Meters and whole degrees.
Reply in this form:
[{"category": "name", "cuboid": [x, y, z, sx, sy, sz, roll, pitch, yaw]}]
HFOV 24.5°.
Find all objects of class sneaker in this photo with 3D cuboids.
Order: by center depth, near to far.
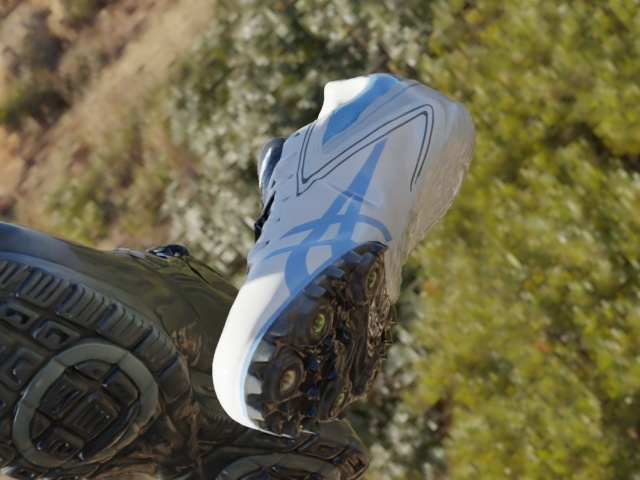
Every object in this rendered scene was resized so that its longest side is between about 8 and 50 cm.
[{"category": "sneaker", "cuboid": [0.000, 0.000, 0.623, 0.237, 0.086, 0.085, -57, -24, -55]}, {"category": "sneaker", "cuboid": [-0.094, 0.053, 0.718, 0.109, 0.286, 0.130, -35, 50, 15]}]
